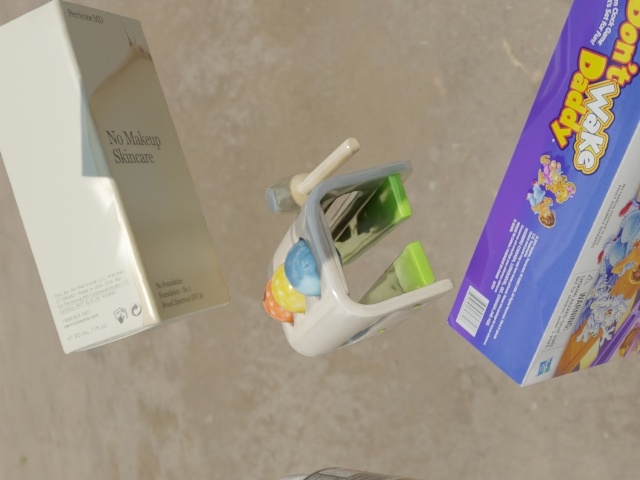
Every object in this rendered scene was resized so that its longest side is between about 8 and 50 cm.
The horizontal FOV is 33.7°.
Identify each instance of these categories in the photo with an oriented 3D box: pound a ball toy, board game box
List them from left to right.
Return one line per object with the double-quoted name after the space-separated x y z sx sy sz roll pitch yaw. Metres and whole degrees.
0.000 0.000 1.059 0.319 0.135 0.208 130 122 -73 "pound a ball toy"
0.243 -0.081 0.704 0.078 0.233 0.347 42 126 39 "board game box"

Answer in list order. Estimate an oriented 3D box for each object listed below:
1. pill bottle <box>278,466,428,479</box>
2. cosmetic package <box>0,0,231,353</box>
0.044 0.347 1.222 0.278 0.162 0.162 -10 88 58 "pill bottle"
-0.210 -0.061 1.030 0.113 0.160 0.310 -19 88 21 "cosmetic package"
